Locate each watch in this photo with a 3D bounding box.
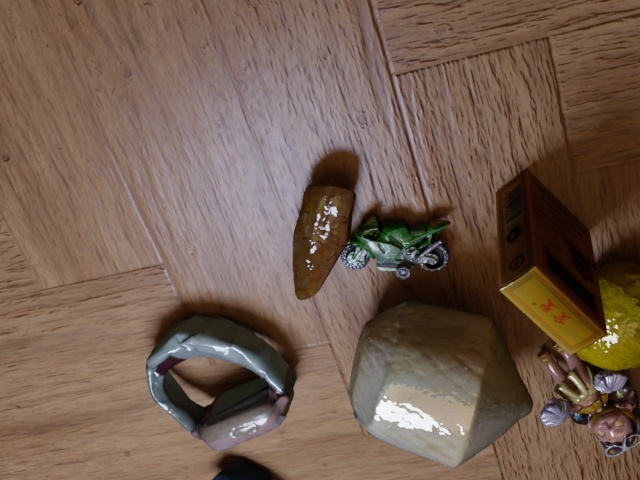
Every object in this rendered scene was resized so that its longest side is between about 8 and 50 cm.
[{"bbox_3d":[-0.198,0.253,1.821,0.253,0.162,0.241,-25,104,16],"label":"watch"}]

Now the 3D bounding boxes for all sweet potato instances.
[{"bbox_3d":[0.000,0.000,1.660,0.097,0.097,0.251,13,124,-3],"label":"sweet potato"}]

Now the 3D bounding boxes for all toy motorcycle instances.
[{"bbox_3d":[0.130,0.005,1.669,0.190,0.074,0.106,1,114,5],"label":"toy motorcycle"}]

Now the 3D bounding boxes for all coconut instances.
[{"bbox_3d":[0.215,0.250,1.680,0.329,0.329,0.328,2,123,4],"label":"coconut"}]

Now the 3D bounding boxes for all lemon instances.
[{"bbox_3d":[0.514,0.132,1.645,0.181,0.180,0.193,20,97,-7],"label":"lemon"}]

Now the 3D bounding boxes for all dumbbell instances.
[{"bbox_3d":[-0.221,0.611,2.040,0.143,0.156,0.316,45,120,13],"label":"dumbbell"}]

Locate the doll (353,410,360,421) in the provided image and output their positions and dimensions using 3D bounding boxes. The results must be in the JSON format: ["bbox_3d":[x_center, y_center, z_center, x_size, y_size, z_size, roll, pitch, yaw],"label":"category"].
[{"bbox_3d":[0.103,0.347,1.895,0.083,0.050,0.076,32,138,-16],"label":"doll"}]

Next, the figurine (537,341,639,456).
[{"bbox_3d":[0.502,0.290,1.783,0.175,0.116,0.240,-40,105,23],"label":"figurine"}]

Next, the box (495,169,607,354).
[{"bbox_3d":[0.365,0.030,1.534,0.174,0.274,0.076,40,121,-18],"label":"box"}]
